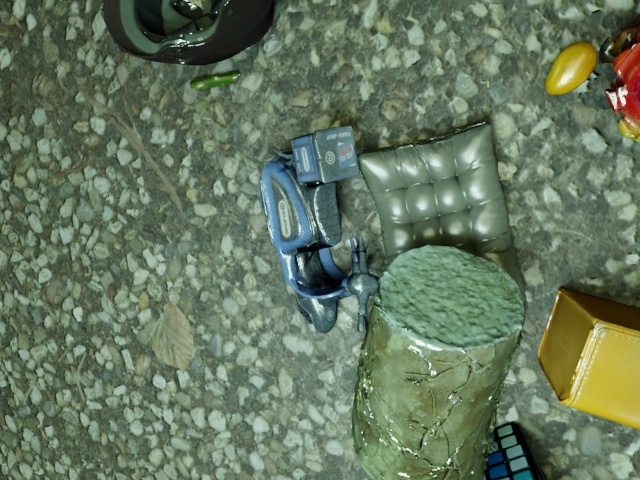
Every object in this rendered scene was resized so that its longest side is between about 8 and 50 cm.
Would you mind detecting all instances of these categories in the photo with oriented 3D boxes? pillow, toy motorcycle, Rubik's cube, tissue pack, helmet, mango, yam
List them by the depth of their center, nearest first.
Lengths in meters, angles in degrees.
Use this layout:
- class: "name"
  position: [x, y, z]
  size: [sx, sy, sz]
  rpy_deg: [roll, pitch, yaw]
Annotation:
- class: "tissue pack"
  position: [0.496, 0.192, 0.657]
  size: [0.274, 0.194, 0.146]
  rpy_deg: [15, 99, 13]
- class: "yam"
  position: [0.165, 0.202, 0.658]
  size: [0.240, 0.241, 0.349]
  rpy_deg: [9, 121, 14]
- class: "mango"
  position: [0.397, -0.272, 0.715]
  size: [0.060, 0.046, 0.089]
  rpy_deg: [44, 117, 9]
- class: "Rubik's cube"
  position: [0.298, 0.452, 0.740]
  size: [0.187, 0.184, 0.182]
  rpy_deg: [-30, 88, 16]
- class: "pillow"
  position: [0.202, -0.023, 0.762]
  size: [0.227, 0.101, 0.327]
  rpy_deg: [-11, 95, 17]
- class: "toy motorcycle"
  position: [0.000, 0.000, 0.776]
  size: [0.212, 0.125, 0.359]
  rpy_deg: [2, 107, 51]
- class: "helmet"
  position: [-0.210, -0.420, 0.790]
  size: [0.305, 0.177, 0.225]
  rpy_deg: [-11, 86, 25]

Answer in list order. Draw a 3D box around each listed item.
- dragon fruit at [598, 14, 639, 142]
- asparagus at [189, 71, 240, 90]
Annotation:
- class: "dragon fruit"
  position: [0.521, -0.265, 0.586]
  size: [0.227, 0.243, 0.308]
  rpy_deg: [8, 105, 52]
- class: "asparagus"
  position: [-0.204, -0.313, 0.877]
  size: [0.108, 0.021, 0.025]
  rpy_deg: [-6, 98, 15]
